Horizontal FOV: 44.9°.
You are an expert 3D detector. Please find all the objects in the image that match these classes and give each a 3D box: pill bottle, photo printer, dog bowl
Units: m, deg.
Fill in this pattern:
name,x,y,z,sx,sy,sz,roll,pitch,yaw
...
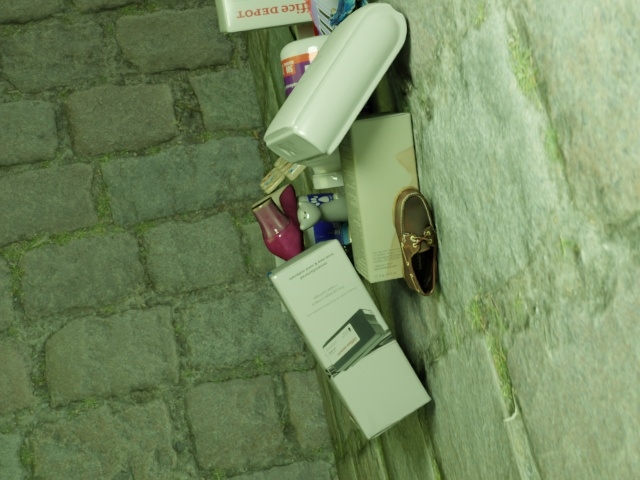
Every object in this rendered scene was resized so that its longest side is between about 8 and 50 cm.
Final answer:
name,x,y,z,sx,sy,sz,roll,pitch,yaw
pill bottle,0.021,-0.282,1.717,0.181,0.181,0.323,-158,59,-79
photo printer,0.031,-0.293,1.430,0.307,0.107,0.256,-57,14,-7
dog bowl,0.000,0.000,2.173,0.265,0.104,0.265,172,90,-86

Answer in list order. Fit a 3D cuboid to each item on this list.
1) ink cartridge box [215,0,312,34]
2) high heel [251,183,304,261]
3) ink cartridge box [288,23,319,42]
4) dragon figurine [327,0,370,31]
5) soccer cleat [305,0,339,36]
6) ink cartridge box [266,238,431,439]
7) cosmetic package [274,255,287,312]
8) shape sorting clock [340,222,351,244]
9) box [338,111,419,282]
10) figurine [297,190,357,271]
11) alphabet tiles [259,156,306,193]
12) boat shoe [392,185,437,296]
name,x,y,z,sx,sy,sz,roll,pitch,yaw
ink cartridge box,-0.132,-0.717,1.899,0.160,0.279,0.385,-131,32,-70
high heel,-0.097,-0.039,2.050,0.181,0.127,0.377,59,-167,-8
ink cartridge box,-0.053,-0.647,2.179,0.239,0.060,0.275,164,96,-82
dragon figurine,0.071,-0.473,1.507,0.289,0.085,0.144,-126,28,-72
soccer cleat,0.004,-0.553,1.732,0.318,0.116,0.109,95,163,-57
ink cartridge box,0.051,0.205,1.711,0.395,0.166,0.285,60,174,-3
cosmetic package,-0.082,0.077,2.142,0.117,0.085,0.231,-103,8,-48
shape sorting clock,0.078,0.011,2.130,0.206,0.040,0.206,172,90,-87
box,0.118,-0.089,1.514,0.148,0.121,0.311,-131,32,-74
figurine,0.021,-0.010,1.925,0.092,0.209,0.215,-5,96,40
alphabet tiles,-0.057,-0.236,2.125,0.021,0.278,0.284,45,-179,-17
boat shoe,0.180,0.004,1.409,0.073,0.073,0.207,-120,15,-61
